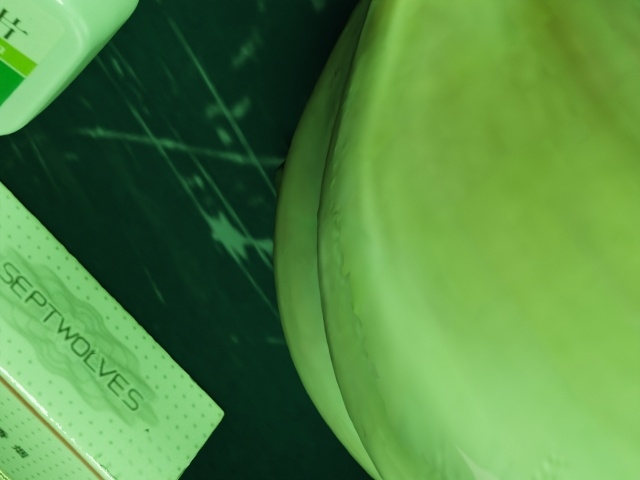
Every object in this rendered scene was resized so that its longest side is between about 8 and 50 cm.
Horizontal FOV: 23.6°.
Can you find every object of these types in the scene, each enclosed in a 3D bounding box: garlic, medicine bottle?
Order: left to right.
[{"bbox_3d":[-0.145,-0.129,0.705,0.119,0.069,0.183,47,140,-7],"label":"medicine bottle"},{"bbox_3d":[0.130,0.039,0.566,0.340,0.246,0.231,29,164,4],"label":"garlic"}]

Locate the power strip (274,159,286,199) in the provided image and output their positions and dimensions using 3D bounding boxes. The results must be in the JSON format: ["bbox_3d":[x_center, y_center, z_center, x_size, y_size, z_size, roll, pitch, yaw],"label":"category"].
[{"bbox_3d":[0.000,0.000,0.744,0.029,0.038,0.111,20,138,24],"label":"power strip"}]

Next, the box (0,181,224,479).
[{"bbox_3d":[-0.236,0.107,0.997,0.210,0.095,0.330,47,140,-12],"label":"box"}]
